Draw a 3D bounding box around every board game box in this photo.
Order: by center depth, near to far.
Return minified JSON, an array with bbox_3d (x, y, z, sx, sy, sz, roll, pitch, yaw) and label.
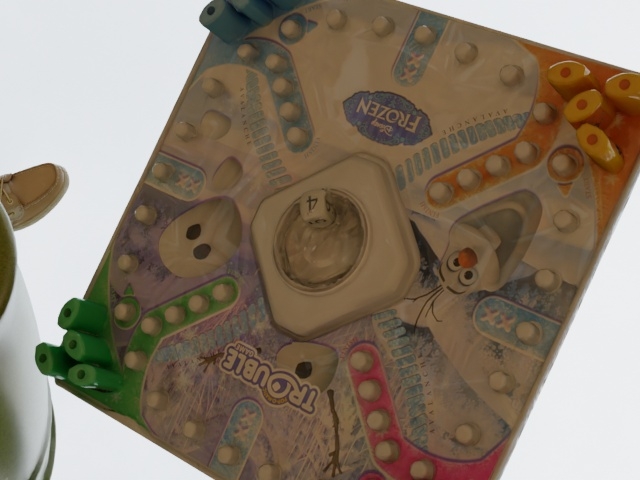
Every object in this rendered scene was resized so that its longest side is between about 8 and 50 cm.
[{"bbox_3d":[0.000,0.000,0.930,0.390,0.050,0.390,24,-93,31],"label":"board game box"}]

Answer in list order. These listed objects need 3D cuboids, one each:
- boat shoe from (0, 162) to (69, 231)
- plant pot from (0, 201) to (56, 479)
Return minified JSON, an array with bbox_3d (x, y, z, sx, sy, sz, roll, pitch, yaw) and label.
[{"bbox_3d":[-0.368,-0.042,1.431,0.170,0.059,0.063,-29,-119,4],"label":"boat shoe"},{"bbox_3d":[-0.394,0.100,1.080,0.366,0.366,0.353,58,-31,21],"label":"plant pot"}]
